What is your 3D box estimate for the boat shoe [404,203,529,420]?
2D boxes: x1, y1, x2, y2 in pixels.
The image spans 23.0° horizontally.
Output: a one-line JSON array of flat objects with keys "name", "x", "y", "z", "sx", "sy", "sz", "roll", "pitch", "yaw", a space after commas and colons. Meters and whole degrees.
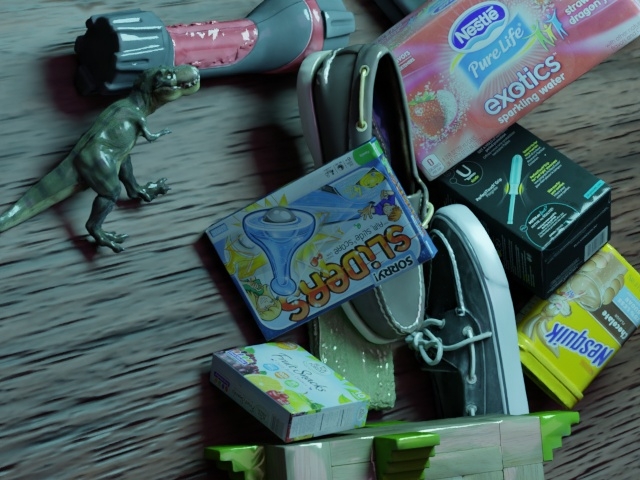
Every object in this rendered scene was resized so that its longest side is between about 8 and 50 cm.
[{"name": "boat shoe", "x": 0.150, "y": 0.116, "z": 1.743, "sx": 0.105, "sy": 0.113, "sz": 0.306, "roll": -12, "pitch": 97, "yaw": -21}]

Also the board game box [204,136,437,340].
[{"name": "board game box", "x": 0.000, "y": 0.000, "z": 1.619, "sx": 0.136, "sy": 0.201, "sz": 0.035, "roll": 60, "pitch": 17, "yaw": -5}]

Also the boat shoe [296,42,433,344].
[{"name": "boat shoe", "x": 0.062, "y": -0.047, "z": 1.670, "sx": 0.116, "sy": 0.096, "sz": 0.324, "roll": -19, "pitch": 100, "yaw": -50}]

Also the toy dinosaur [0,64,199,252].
[{"name": "toy dinosaur", "x": -0.212, "y": -0.062, "z": 1.556, "sx": 0.268, "sy": 0.064, "sz": 0.118, "roll": -45, "pitch": 124, "yaw": -16}]

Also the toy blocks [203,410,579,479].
[{"name": "toy blocks", "x": 0.086, "y": 0.319, "z": 1.587, "sx": 0.381, "sy": 0.190, "sz": 0.261, "roll": -4, "pitch": 88, "yaw": -25}]

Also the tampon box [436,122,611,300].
[{"name": "tampon box", "x": 0.230, "y": -0.037, "z": 1.776, "sx": 0.120, "sy": 0.101, "sz": 0.161, "roll": -40, "pitch": 58, "yaw": -19}]

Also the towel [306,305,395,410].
[{"name": "towel", "x": 0.032, "y": 0.113, "z": 1.707, "sx": 0.110, "sy": 0.027, "sz": 0.148, "roll": 2, "pitch": 74, "yaw": -36}]

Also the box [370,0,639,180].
[{"name": "box", "x": 0.198, "y": -0.225, "z": 1.740, "sx": 0.154, "sy": 0.300, "sz": 0.142, "roll": 51, "pitch": 19, "yaw": -12}]

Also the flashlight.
[{"name": "flashlight", "x": -0.105, "y": -0.214, "z": 1.651, "sx": 0.304, "sy": 0.103, "sz": 0.103, "roll": -11, "pitch": 100, "yaw": -40}]

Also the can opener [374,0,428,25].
[{"name": "can opener", "x": 0.146, "y": -0.252, "z": 1.865, "sx": 0.280, "sy": 0.074, "sz": 0.093, "roll": 44, "pitch": 69, "yaw": -15}]

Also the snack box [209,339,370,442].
[{"name": "snack box", "x": -0.032, "y": 0.149, "z": 1.582, "sx": 0.100, "sy": 0.141, "sz": 0.037, "roll": -6, "pitch": 115, "yaw": -38}]

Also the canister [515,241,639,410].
[{"name": "canister", "x": 0.299, "y": 0.093, "z": 1.828, "sx": 0.126, "sy": 0.073, "sz": 0.170, "roll": 43, "pitch": 86, "yaw": -19}]
